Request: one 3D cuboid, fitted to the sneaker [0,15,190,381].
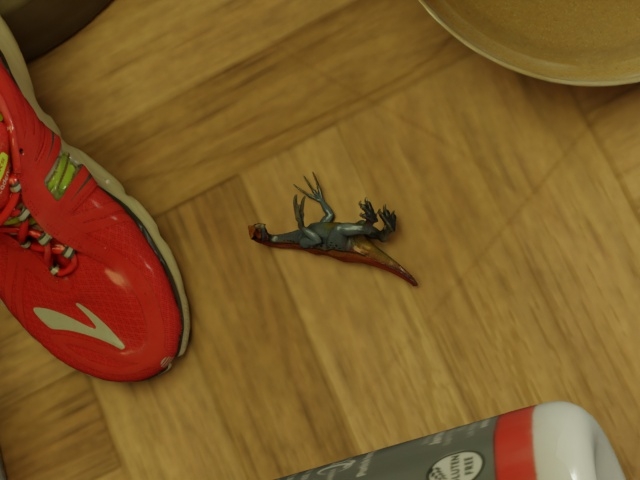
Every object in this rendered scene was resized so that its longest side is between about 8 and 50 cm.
[{"bbox_3d":[-0.183,-0.024,1.105,0.107,0.118,0.279,-36,96,9],"label":"sneaker"}]

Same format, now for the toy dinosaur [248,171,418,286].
[{"bbox_3d":[0.000,0.000,1.119,0.082,0.047,0.090,-26,78,29],"label":"toy dinosaur"}]

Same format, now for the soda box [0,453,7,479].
[{"bbox_3d":[-0.269,0.055,1.154,0.098,0.091,0.286,-19,69,6],"label":"soda box"}]

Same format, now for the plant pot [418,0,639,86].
[{"bbox_3d":[0.148,-0.196,1.097,0.236,0.032,0.236,1,76,-3],"label":"plant pot"}]

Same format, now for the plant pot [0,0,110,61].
[{"bbox_3d":[-0.280,-0.290,1.162,0.323,0.280,0.323,-5,73,17],"label":"plant pot"}]

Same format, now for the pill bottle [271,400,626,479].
[{"bbox_3d":[-0.012,0.225,0.964,0.362,0.210,0.210,-18,70,12],"label":"pill bottle"}]
